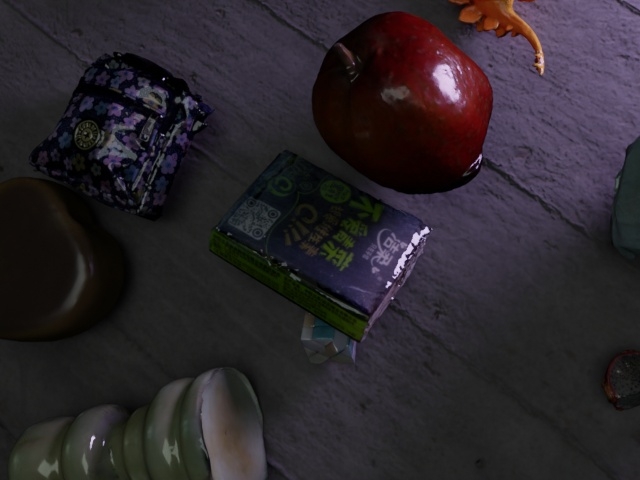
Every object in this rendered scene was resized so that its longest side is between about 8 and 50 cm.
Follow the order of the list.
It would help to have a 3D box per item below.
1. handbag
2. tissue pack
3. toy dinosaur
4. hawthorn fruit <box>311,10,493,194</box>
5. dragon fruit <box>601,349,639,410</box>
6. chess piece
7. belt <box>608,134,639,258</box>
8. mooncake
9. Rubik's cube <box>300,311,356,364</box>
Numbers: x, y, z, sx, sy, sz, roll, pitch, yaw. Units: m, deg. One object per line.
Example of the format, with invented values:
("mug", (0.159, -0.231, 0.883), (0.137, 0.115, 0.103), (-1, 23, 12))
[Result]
("handbag", (-0.274, -0.152, 0.976), (0.228, 0.126, 0.208), (24, 90, 22))
("tissue pack", (0.000, 0.000, 0.898), (0.235, 0.073, 0.173), (29, 59, 13))
("toy dinosaur", (0.227, -0.338, 0.921), (0.117, 0.070, 0.289), (-9, 78, 22))
("hawthorn fruit", (0.085, -0.167, 0.839), (0.215, 0.249, 0.216), (-14, 68, 39))
("dragon fruit", (0.376, 0.167, 0.843), (0.083, 0.056, 0.060), (-18, 58, 3))
("chess piece", (-0.252, 0.279, 0.909), (0.330, 0.182, 0.183), (-14, 81, 16))
("belt", (0.452, -0.031, 0.770), (0.257, 0.207, 0.150), (17, 85, 5))
("mooncake", (-0.403, 0.040, 0.987), (0.234, 0.117, 0.235), (-1, 85, 15))
("Rubik's cube", (0.019, 0.123, 0.911), (0.073, 0.084, 0.075), (-4, 65, 15))
